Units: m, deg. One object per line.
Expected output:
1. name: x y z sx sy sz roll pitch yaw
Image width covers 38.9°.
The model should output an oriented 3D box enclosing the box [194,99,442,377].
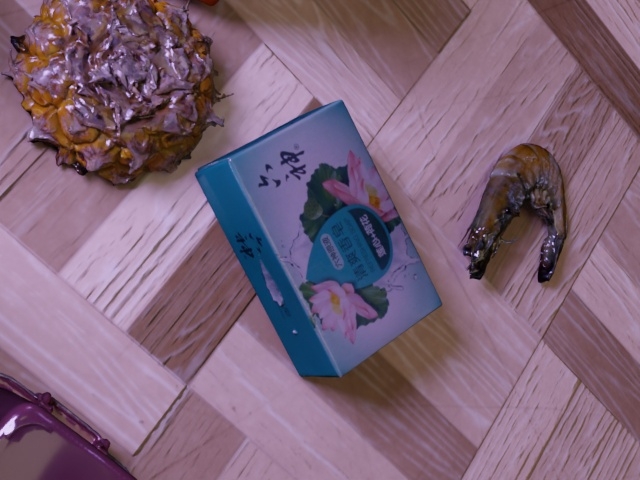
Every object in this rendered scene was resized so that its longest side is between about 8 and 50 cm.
1. box: 0.000 0.000 0.930 0.153 0.092 0.245 -32 101 -29

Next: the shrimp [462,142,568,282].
1. shrimp: 0.246 -0.017 1.102 0.150 0.051 0.217 49 60 -24

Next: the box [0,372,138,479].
1. box: -0.267 0.259 0.703 0.193 0.167 0.294 43 65 -17

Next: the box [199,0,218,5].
1. box: -0.159 -0.452 0.786 0.348 0.257 0.319 22 70 -26

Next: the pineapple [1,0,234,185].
1. pineapple: -0.183 -0.156 0.855 0.224 0.076 0.225 4 83 -31
